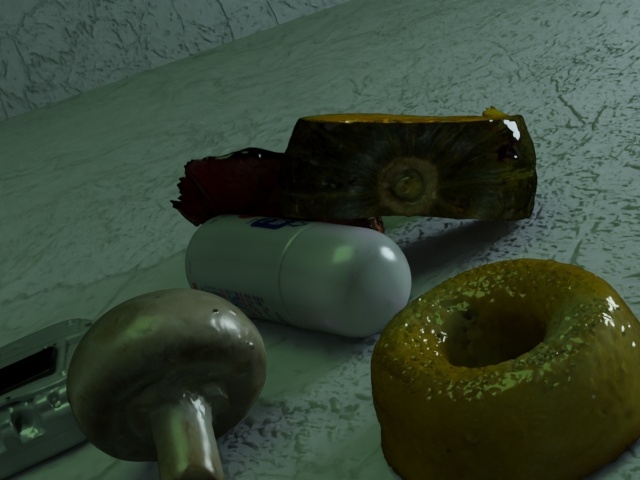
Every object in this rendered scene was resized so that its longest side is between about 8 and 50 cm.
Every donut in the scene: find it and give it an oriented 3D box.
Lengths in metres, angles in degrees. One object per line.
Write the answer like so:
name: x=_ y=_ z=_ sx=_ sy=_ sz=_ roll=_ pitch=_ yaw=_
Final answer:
donut: x=0.164 y=0.110 z=1.001 sx=0.278 sy=0.108 sz=0.277 roll=-20 pitch=21 yaw=8

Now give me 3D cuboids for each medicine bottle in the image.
medicine bottle: x=-0.027 y=0.040 z=1.353 sx=0.130 sy=0.130 sz=0.341 roll=-35 pitch=23 yaw=-28

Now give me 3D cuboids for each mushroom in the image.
mushroom: x=-0.145 y=0.163 z=1.128 sx=0.207 sy=0.207 sz=0.215 roll=-23 pitch=51 yaw=1

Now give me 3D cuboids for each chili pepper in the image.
chili pepper: x=-0.001 y=-0.004 z=1.536 sx=0.169 sy=0.065 sz=0.088 roll=-21 pitch=19 yaw=16

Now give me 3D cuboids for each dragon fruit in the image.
dragon fruit: x=-0.067 y=-0.054 z=1.595 sx=0.282 sy=0.100 sz=0.343 roll=-7 pitch=-8 yaw=-8

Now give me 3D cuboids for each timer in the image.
timer: x=-0.371 y=0.197 z=1.398 sx=0.262 sy=0.087 sz=0.237 roll=-25 pitch=21 yaw=-1

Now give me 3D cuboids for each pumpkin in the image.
pumpkin: x=0.106 y=-0.091 z=1.398 sx=0.317 sy=0.139 sz=0.222 roll=-3 pitch=8 yaw=2
